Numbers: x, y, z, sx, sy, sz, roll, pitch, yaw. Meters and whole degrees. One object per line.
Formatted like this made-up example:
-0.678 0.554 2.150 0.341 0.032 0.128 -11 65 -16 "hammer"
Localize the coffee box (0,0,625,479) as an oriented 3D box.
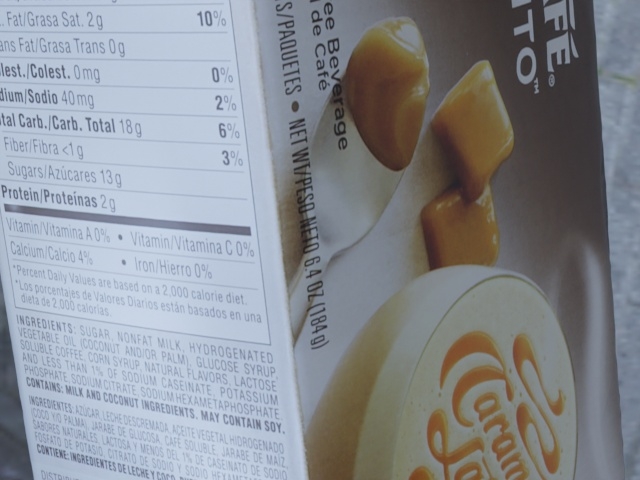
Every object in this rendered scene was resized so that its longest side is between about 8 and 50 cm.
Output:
0.000 0.000 0.446 0.098 0.141 0.246 6 108 38 "coffee box"
